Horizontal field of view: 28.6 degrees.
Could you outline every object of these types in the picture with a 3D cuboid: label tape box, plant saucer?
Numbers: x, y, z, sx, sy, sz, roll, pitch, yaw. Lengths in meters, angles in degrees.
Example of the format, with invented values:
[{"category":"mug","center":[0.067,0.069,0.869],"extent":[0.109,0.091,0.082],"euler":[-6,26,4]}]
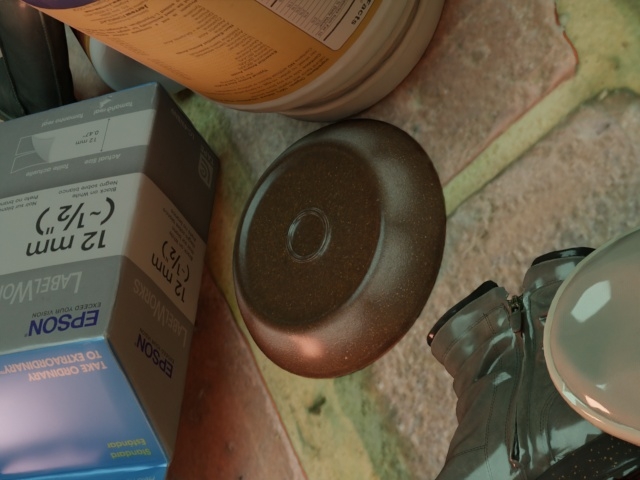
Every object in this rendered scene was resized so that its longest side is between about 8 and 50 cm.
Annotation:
[{"category":"label tape box","center":[-0.228,0.064,0.946],"extent":[0.249,0.115,0.347],"euler":[-11,50,22]},{"category":"plant saucer","center":[0.000,0.000,0.917],"extent":[0.198,0.036,0.198],"euler":[-16,65,37]}]

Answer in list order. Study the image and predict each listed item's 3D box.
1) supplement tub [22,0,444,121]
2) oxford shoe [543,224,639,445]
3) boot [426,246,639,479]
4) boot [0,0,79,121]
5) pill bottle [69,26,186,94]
[{"category":"supplement tub","center":[-0.072,-0.220,0.852],"extent":[0.228,0.316,0.228],"euler":[-11,70,32]},{"category":"oxford shoe","center":[0.300,0.014,0.563],"extent":[0.449,0.130,0.169],"euler":[-7,65,36]},{"category":"boot","center":[0.098,0.121,0.770],"extent":[0.246,0.083,0.161],"euler":[-34,51,19]},{"category":"boot","center":[-0.265,-0.177,1.098],"extent":[0.076,0.208,0.189],"euler":[-39,53,-18]},{"category":"pill bottle","center":[-0.175,-0.230,1.088],"extent":[0.121,0.121,0.216],"euler":[-49,50,18]}]
